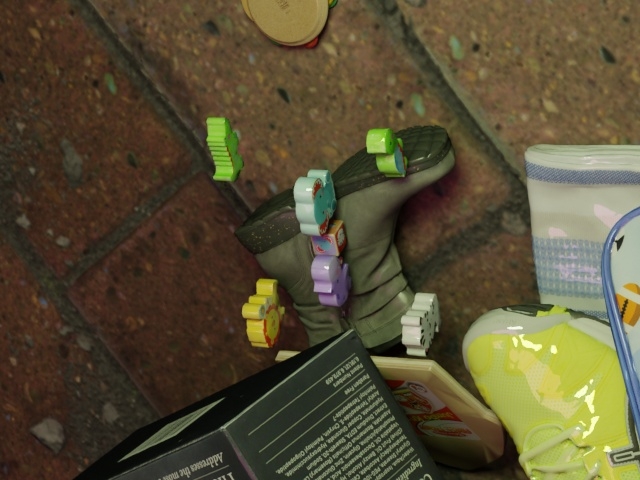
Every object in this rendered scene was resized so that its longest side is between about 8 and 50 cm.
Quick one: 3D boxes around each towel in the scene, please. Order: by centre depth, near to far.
[{"bbox_3d":[0.271,0.056,1.472,0.209,0.034,0.285,4,113,31],"label":"towel"}]

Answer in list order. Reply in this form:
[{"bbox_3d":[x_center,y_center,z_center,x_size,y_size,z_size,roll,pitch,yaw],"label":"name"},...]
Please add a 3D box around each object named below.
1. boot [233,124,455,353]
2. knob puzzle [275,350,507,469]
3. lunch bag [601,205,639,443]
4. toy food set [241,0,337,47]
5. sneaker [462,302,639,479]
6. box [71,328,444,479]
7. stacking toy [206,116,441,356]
[{"bbox_3d":[0.053,0.007,1.567,0.246,0.083,0.161,-26,105,39],"label":"boot"},{"bbox_3d":[0.082,0.143,1.575,0.213,0.030,0.213,18,156,9],"label":"knob puzzle"},{"bbox_3d":[0.327,0.096,1.284,0.243,0.115,0.303,-20,63,26],"label":"lunch bag"},{"bbox_3d":[-0.027,-0.204,1.547,0.082,0.020,0.083,45,126,6],"label":"toy food set"},{"bbox_3d":[0.248,0.214,1.450,0.384,0.147,0.145,49,135,-1],"label":"sneaker"},{"bbox_3d":[-0.043,0.291,1.549,0.343,0.179,0.312,-30,94,46],"label":"box"},{"bbox_3d":[0.000,0.000,1.503,0.167,0.052,0.221,3,125,24],"label":"stacking toy"}]
